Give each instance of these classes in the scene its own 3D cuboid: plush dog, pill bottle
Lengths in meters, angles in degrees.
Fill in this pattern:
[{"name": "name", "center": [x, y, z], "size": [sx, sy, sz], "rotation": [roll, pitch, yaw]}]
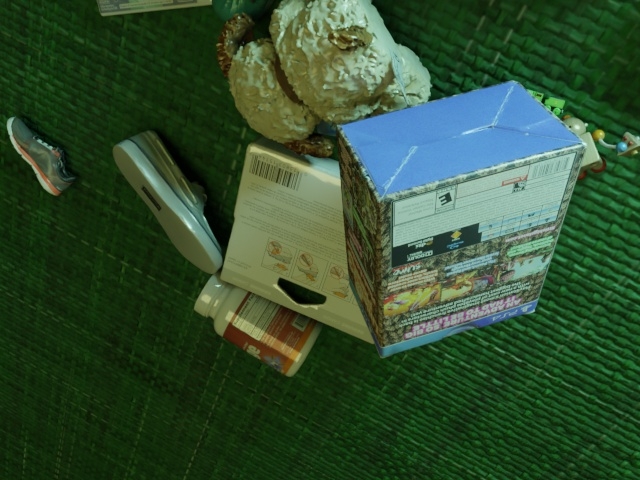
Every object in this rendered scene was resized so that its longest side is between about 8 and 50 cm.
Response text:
[{"name": "plush dog", "center": [-0.015, -0.214, 0.713], "size": [0.225, 0.210, 0.262], "rotation": [-26, 107, 31]}, {"name": "pill bottle", "center": [-0.113, 0.143, 1.004], "size": [0.216, 0.121, 0.121], "rotation": [31, 124, 2]}]

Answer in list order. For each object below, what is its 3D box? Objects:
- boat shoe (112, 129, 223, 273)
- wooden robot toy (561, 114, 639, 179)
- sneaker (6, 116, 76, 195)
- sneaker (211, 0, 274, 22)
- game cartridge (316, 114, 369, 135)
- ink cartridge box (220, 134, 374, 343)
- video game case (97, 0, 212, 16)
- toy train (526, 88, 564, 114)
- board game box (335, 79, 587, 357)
[{"name": "boat shoe", "center": [-0.241, -0.068, 0.953], "size": [0.267, 0.088, 0.096], "rotation": [52, 146, -6]}, {"name": "wooden robot toy", "center": [0.331, -0.124, 0.738], "size": [0.173, 0.076, 0.079], "rotation": [-21, 74, 29]}, {"name": "sneaker", "center": [-0.511, -0.164, 1.028], "size": [0.065, 0.061, 0.158], "rotation": [-28, 109, 3]}, {"name": "sneaker", "center": [-0.084, -0.406, 0.682], "size": [0.108, 0.121, 0.302], "rotation": [29, 124, 3]}, {"name": "game cartridge", "center": [0.031, -0.185, 0.829], "size": [0.083, 0.017, 0.056], "rotation": [0, 122, 20]}, {"name": "ink cartridge box", "center": [0.000, 0.000, 0.907], "size": [0.296, 0.066, 0.261], "rotation": [22, 120, 7]}, {"name": "video game case", "center": [-0.254, -0.427, 0.792], "size": [0.201, 0.023, 0.183], "rotation": [3, 119, 19]}, {"name": "toy train", "center": [0.281, -0.187, 0.735], "size": [0.083, 0.017, 0.023], "rotation": [19, 113, 10]}, {"name": "board game box", "center": [0.157, -0.016, 0.697], "size": [0.232, 0.141, 0.291], "rotation": [-15, 137, -8]}]
